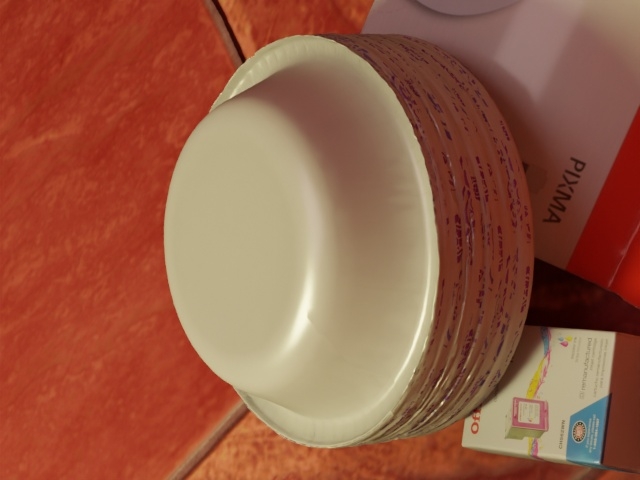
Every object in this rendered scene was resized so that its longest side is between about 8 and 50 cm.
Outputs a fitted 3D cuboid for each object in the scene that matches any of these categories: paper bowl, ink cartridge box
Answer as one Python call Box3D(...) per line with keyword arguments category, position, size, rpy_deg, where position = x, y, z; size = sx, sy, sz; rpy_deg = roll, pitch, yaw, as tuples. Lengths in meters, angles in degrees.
Box3D(category="paper bowl", position=(0.000, 0.000, 1.213), size=(0.284, 0.148, 0.284), rpy_deg=(5, 96, 53))
Box3D(category="ink cartridge box", position=(0.187, -0.130, 1.183), size=(0.385, 0.091, 0.308), rpy_deg=(38, 111, 46))
Box3D(category="ink cartridge box", position=(0.158, 0.104, 1.189), size=(0.122, 0.052, 0.088), rpy_deg=(1, 80, 48))
